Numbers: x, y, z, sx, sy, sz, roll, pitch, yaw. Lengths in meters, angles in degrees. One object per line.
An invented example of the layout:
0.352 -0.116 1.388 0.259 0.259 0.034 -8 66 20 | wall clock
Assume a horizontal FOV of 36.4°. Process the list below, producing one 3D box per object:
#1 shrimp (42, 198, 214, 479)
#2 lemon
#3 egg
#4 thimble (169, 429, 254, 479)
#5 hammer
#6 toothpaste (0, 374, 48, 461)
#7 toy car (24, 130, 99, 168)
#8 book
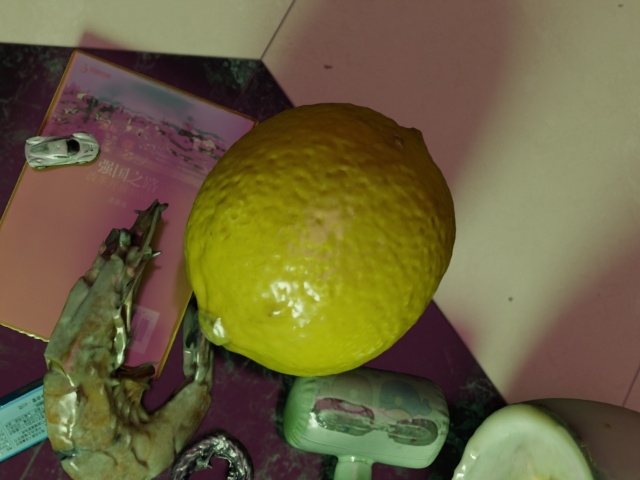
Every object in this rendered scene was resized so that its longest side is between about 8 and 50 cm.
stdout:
-0.218 0.127 1.182 0.247 0.085 0.360 17 78 -45 | shrimp
0.001 -0.001 1.161 0.336 0.336 0.336 1 81 -8 | lemon
0.365 0.372 1.144 0.340 0.354 0.354 10 79 -21 | egg
-0.135 0.294 1.217 0.095 0.066 0.104 40 81 1 | thimble
0.038 0.326 1.222 0.206 0.119 0.335 11 86 -6 | hammer
-0.383 0.228 1.186 0.267 0.050 0.065 -27 102 -10 | toothpaste
-0.330 -0.117 1.244 0.093 0.025 0.041 -9 84 -9 | toy car
-0.267 -0.036 1.268 0.263 0.028 0.374 21 79 -4 | book
